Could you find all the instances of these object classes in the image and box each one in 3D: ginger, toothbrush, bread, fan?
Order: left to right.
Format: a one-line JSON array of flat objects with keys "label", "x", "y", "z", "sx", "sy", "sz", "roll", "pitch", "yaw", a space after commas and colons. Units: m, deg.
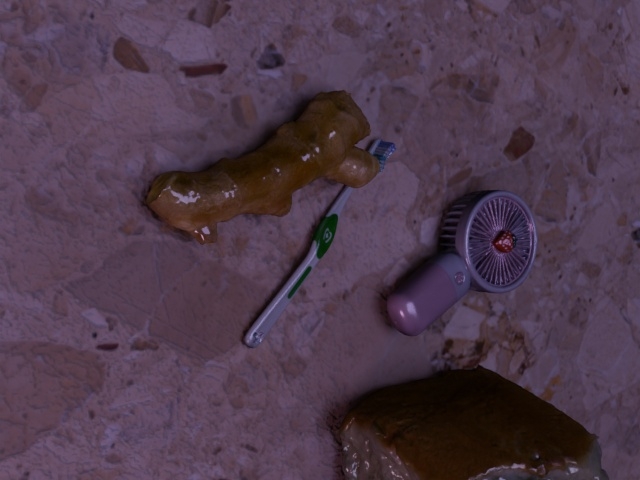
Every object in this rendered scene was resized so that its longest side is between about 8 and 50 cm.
[{"label": "ginger", "x": -0.060, "y": -0.080, "z": 1.314, "sx": 0.299, "sy": 0.065, "sz": 0.118, "roll": -22, "pitch": 95, "yaw": -32}, {"label": "toothbrush", "x": -0.001, "y": 0.000, "z": 1.387, "sx": 0.030, "sy": 0.030, "sz": 0.304, "roll": 46, "pitch": 67, "yaw": -29}, {"label": "fan", "x": 0.174, "y": 0.033, "z": 1.490, "sx": 0.244, "sy": 0.074, "sz": 0.130, "roll": -39, "pitch": 114, "yaw": -29}, {"label": "bread", "x": 0.177, "y": 0.296, "z": 1.386, "sx": 0.250, "sy": 0.279, "sz": 0.225, "roll": -14, "pitch": 113, "yaw": -36}]
